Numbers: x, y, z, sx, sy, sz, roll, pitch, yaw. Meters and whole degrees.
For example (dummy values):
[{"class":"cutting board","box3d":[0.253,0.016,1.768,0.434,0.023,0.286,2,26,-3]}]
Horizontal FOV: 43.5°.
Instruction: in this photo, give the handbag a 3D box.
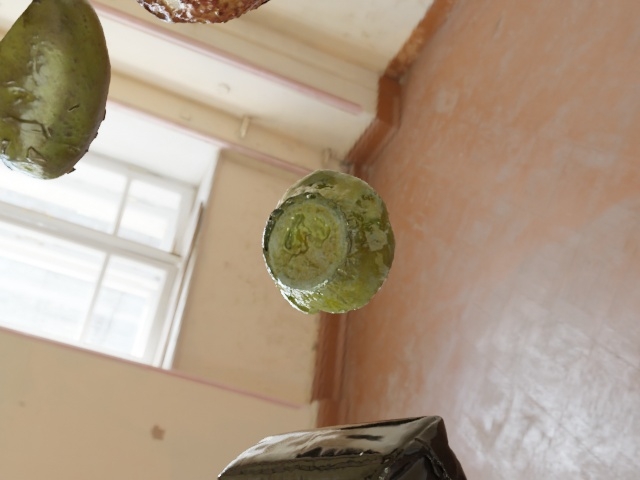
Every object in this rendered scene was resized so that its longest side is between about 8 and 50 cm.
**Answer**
[{"class":"handbag","box3d":[0.035,0.253,0.609,0.246,0.080,0.223,-22,91,48]}]

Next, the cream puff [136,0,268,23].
[{"class":"cream puff","box3d":[-0.107,-0.313,0.698,0.164,0.239,0.240,106,173,-58]}]

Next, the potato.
[{"class":"potato","box3d":[-0.385,-0.224,1.125,0.141,0.176,0.298,-94,23,-63]}]

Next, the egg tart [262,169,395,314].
[{"class":"egg tart","box3d":[0.000,0.000,0.997,0.197,0.078,0.197,-3,85,31]}]
